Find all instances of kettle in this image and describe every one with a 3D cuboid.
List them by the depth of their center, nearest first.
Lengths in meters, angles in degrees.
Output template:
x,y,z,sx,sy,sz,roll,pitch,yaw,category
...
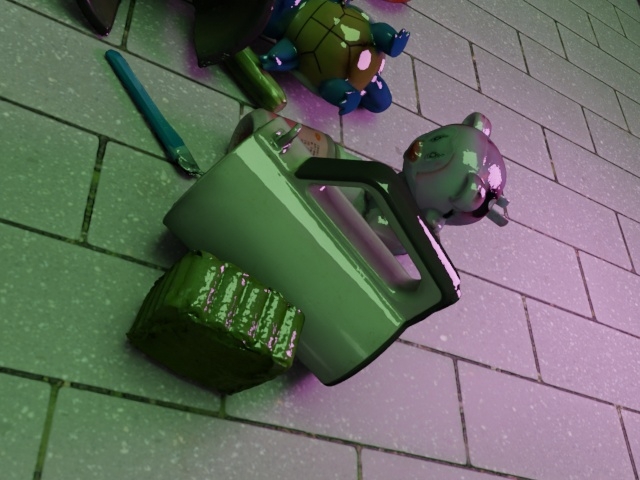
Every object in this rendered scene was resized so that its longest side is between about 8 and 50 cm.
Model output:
x,y,z,sx,sy,sz,roll,pitch,yaw,category
0.000,0.000,1.117,0.376,0.361,0.250,49,39,-4,kettle

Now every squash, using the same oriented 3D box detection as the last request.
x,y,z,sx,sy,sz,roll,pitch,yaw,category
-0.152,-0.356,1.479,0.228,0.066,0.066,52,43,5,squash

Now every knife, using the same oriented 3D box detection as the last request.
x,y,z,sx,sy,sz,roll,pitch,yaw,category
-0.301,-0.229,1.299,0.044,0.026,0.296,-22,73,-48,knife

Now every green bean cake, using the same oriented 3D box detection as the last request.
x,y,z,sx,sy,sz,roll,pitch,yaw,category
-0.149,0.125,1.030,0.200,0.214,0.113,33,52,-17,green bean cake

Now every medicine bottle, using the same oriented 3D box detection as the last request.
x,y,z,sx,sy,sz,roll,pitch,yaw,category
-0.041,-0.147,1.362,0.247,0.147,0.147,16,52,-30,medicine bottle

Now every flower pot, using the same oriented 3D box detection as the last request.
x,y,z,sx,sy,sz,roll,pitch,yaw,category
-0.266,-0.552,1.362,0.380,0.379,0.251,24,31,-24,flower pot

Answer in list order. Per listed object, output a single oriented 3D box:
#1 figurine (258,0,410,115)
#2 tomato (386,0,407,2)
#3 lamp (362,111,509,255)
x,y,z,sx,sy,sz,roll,pitch,yaw,category
0.034,-0.418,1.531,0.416,0.298,0.243,39,4,-24,figurine
0.208,-0.763,1.956,0.189,0.232,0.232,32,41,14,tomato
0.239,-0.085,1.424,0.247,0.301,0.247,34,45,-15,lamp
